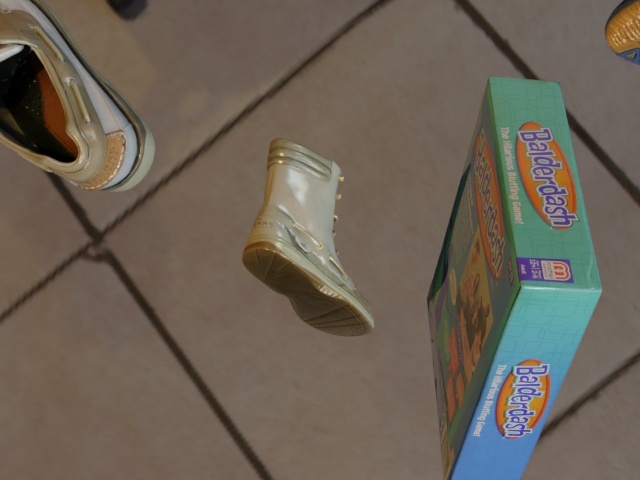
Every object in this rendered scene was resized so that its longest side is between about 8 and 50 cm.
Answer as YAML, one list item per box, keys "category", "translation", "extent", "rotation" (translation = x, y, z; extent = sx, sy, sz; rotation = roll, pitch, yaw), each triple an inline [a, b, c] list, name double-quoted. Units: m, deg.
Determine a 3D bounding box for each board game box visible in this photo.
- category: "board game box"
  translation: [0.108, 0.033, 0.835]
  extent: [0.047, 0.210, 0.160]
  rotation: [3, 50, -6]

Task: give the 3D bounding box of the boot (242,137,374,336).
- category: "boot"
  translation: [0.000, 0.000, 1.561]
  extent: [0.077, 0.213, 0.165]
  rotation: [-15, 50, 32]

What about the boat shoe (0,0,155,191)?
- category: "boat shoe"
  translation: [-0.284, -0.160, 1.280]
  extent: [0.302, 0.103, 0.113]
  rotation: [38, 104, 19]

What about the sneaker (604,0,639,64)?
- category: "sneaker"
  translation: [0.438, -0.292, 1.485]
  extent: [0.296, 0.112, 0.131]
  rotation: [-25, 44, 20]
